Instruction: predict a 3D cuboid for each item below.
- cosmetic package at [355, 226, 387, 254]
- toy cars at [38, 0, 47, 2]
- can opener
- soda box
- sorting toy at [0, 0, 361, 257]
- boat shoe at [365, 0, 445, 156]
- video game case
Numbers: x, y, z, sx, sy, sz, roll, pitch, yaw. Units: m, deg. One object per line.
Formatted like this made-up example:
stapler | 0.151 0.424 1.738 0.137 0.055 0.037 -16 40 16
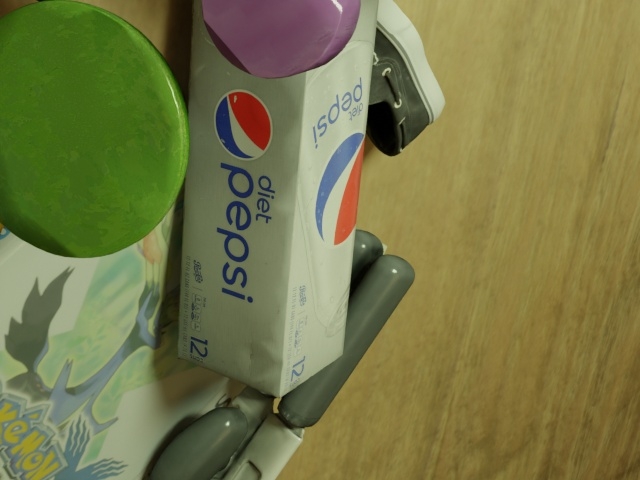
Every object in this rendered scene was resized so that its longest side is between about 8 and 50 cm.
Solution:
cosmetic package | 0.000 0.000 0.941 0.115 0.060 0.041 18 102 -56
toy cars | -0.033 -0.188 0.576 0.394 0.176 0.087 -12 92 -36
can opener | -0.029 0.117 0.898 0.280 0.074 0.093 -54 152 8
soda box | -0.032 -0.041 0.782 0.091 0.098 0.286 -27 128 -53
sorting toy | -0.127 -0.055 0.600 0.365 0.127 0.126 -27 -176 23
boat shoe | 0.032 -0.134 0.865 0.076 0.080 0.228 -55 153 -6
video game case | -0.168 0.095 0.829 0.300 0.036 0.329 -45 144 -17
